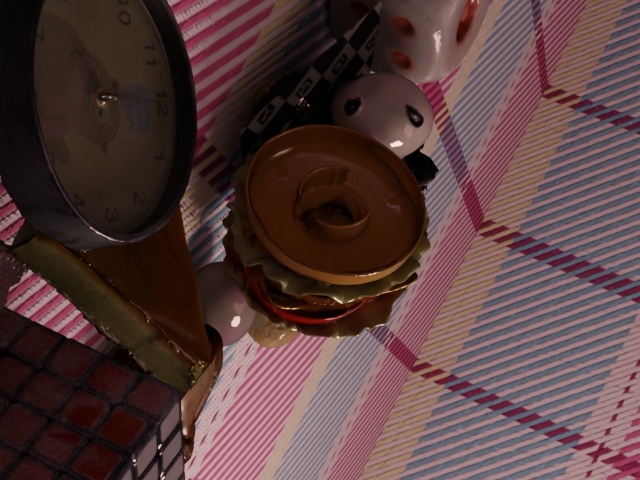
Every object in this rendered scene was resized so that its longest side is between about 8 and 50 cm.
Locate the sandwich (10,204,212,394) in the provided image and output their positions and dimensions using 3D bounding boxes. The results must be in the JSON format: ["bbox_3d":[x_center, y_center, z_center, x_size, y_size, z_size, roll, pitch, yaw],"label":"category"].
[{"bbox_3d":[-0.182,0.003,1.253,0.245,0.063,0.212,49,35,-32],"label":"sandwich"}]

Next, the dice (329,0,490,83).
[{"bbox_3d":[0.133,-0.357,1.786,0.194,0.192,0.193,-59,160,-27],"label":"dice"}]

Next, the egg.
[{"bbox_3d":[-0.140,0.089,1.716,0.103,0.103,0.135,-50,158,-42],"label":"egg"}]

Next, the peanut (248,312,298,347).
[{"bbox_3d":[-0.046,0.094,2.030,0.214,0.090,0.098,-54,148,-31],"label":"peanut"}]

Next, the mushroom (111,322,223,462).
[{"bbox_3d":[-0.213,0.192,1.616,0.231,0.138,0.194,96,8,-73],"label":"mushroom"}]

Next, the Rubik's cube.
[{"bbox_3d":[-0.291,0.251,1.249,0.238,0.237,0.237,-52,158,-36],"label":"Rubik's cube"}]

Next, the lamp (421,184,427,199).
[{"bbox_3d":[0.114,-0.093,2.176,0.182,0.140,0.182,-49,153,-36],"label":"lamp"}]

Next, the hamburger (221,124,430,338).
[{"bbox_3d":[0.000,0.000,1.633,0.274,0.274,0.212,-54,170,-34],"label":"hamburger"}]

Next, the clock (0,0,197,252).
[{"bbox_3d":[-0.200,-0.130,1.116,0.280,0.055,0.280,-4,90,-65],"label":"clock"}]

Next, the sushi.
[{"bbox_3d":[-0.037,-0.184,1.728,0.292,0.059,0.294,-46,165,-23],"label":"sushi"}]

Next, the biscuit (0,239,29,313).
[{"bbox_3d":[-0.346,0.032,1.092,0.108,0.062,0.239,-63,162,-4],"label":"biscuit"}]

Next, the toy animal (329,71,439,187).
[{"bbox_3d":[0.095,-0.163,1.732,0.179,0.166,0.138,94,2,-63],"label":"toy animal"}]
